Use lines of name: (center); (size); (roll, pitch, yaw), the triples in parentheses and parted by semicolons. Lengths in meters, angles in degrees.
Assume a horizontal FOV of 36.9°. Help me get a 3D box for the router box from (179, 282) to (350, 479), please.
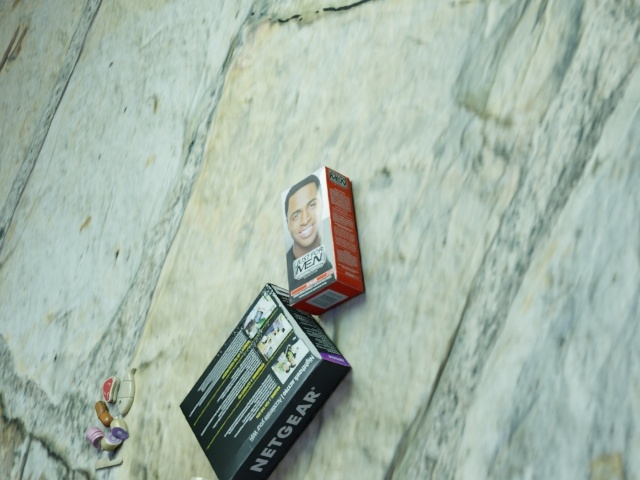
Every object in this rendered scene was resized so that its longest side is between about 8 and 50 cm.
router box: (-0.064, 0.154, 1.005); (0.179, 0.046, 0.133); (-54, 42, 13)

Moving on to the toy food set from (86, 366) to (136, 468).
toy food set: (-0.267, 0.222, 1.207); (0.078, 0.019, 0.122); (-21, 57, 39)

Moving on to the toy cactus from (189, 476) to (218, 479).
toy cactus: (-0.138, 0.328, 0.958); (0.219, 0.112, 0.180); (-14, 61, 48)

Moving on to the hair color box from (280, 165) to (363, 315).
hair color box: (0.000, 0.000, 1.015); (0.072, 0.043, 0.141); (-31, 51, 34)
